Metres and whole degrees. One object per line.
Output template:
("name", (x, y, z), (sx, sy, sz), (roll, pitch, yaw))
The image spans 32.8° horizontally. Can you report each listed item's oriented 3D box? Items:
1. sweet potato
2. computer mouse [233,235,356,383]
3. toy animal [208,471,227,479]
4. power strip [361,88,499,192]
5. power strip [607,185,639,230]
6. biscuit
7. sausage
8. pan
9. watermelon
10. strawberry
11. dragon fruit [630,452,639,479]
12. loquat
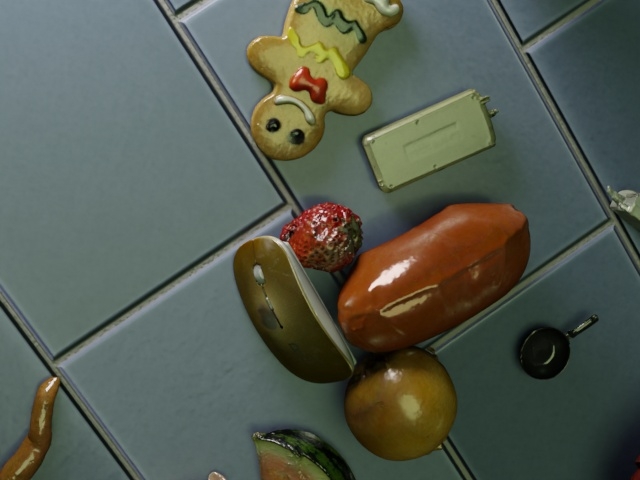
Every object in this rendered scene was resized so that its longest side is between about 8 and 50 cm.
("sweet potato", (-0.333, 0.241, 1.238), (0.044, 0.044, 0.179), (26, 94, -16))
("computer mouse", (-0.033, 0.087, 1.255), (0.045, 0.102, 0.199), (-44, 111, -43))
("toy animal", (-0.158, 0.334, 1.278), (0.150, 0.089, 0.083), (-5, 122, -15))
("power strip", (0.135, -0.121, 1.287), (0.169, 0.028, 0.076), (-23, 103, -6))
("power strip", (0.427, -0.013, 1.362), (0.191, 0.047, 0.030), (36, 86, -17))
("biscuit", (-0.004, -0.202, 1.240), (0.158, 0.035, 0.240), (22, 93, -13))
("sausage", (0.134, 0.042, 1.259), (0.258, 0.133, 0.133), (-27, 104, -14))
("pan", (0.299, 0.127, 1.368), (0.115, 0.023, 0.068), (-34, 104, -3))
("watermelon", (-0.009, 0.330, 1.321), (0.119, 0.063, 0.245), (-14, 108, 9))
("strawberry", (0.000, 0.000, 1.253), (0.096, 0.083, 0.083), (3, 99, 10))
("dragon fruit", (0.495, 0.345, 1.349), (0.244, 0.244, 0.299), (15, 118, -15))
("loquat", (0.096, 0.190, 1.275), (0.141, 0.141, 0.141), (-2, 100, -12))
